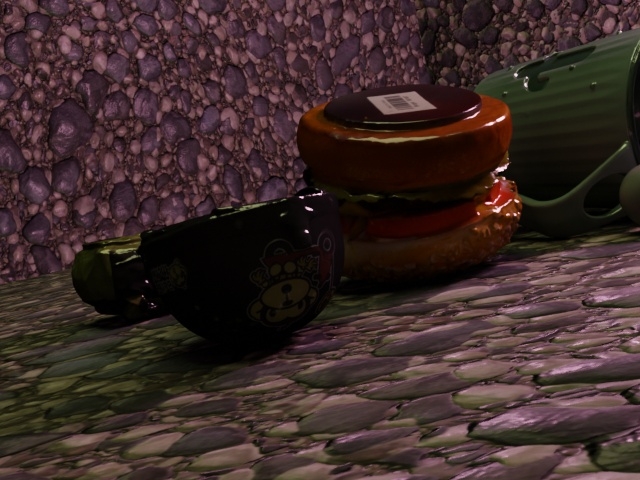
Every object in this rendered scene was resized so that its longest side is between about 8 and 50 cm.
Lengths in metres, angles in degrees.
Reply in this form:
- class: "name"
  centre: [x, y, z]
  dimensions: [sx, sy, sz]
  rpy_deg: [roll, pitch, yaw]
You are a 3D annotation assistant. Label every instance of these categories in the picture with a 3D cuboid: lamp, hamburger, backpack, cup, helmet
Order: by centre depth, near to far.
- class: "helmet"
  centre: [-0.086, 0.042, 1.098]
  dimensions: [0.230, 0.161, 0.279]
  rpy_deg: [-14, -7, -34]
- class: "lamp"
  centre: [0.495, -0.067, 1.391]
  dimensions: [0.105, 0.105, 0.105]
  rpy_deg: [-11, 5, 1]
- class: "hamburger"
  centre: [0.130, -0.082, 1.392]
  dimensions: [0.329, 0.250, 0.330]
  rpy_deg: [-4, 22, 2]
- class: "backpack"
  centre: [-0.274, 0.054, 1.561]
  dimensions: [0.253, 0.140, 0.207]
  rpy_deg: [-6, 2, -27]
- class: "cup"
  centre: [0.451, -0.189, 1.633]
  dimensions: [0.400, 0.310, 0.392]
  rpy_deg: [-17, 9, -39]
